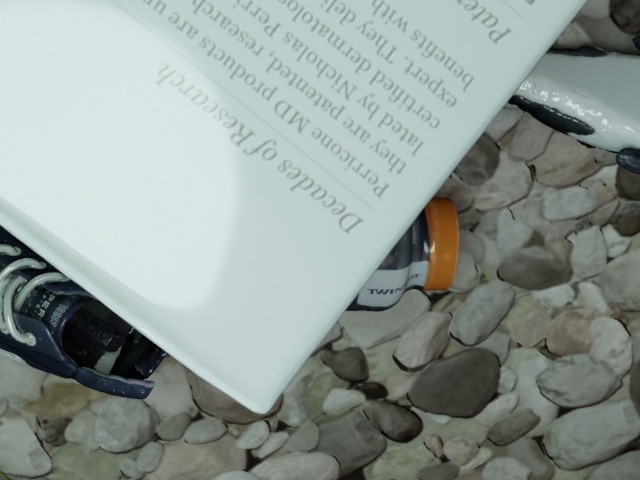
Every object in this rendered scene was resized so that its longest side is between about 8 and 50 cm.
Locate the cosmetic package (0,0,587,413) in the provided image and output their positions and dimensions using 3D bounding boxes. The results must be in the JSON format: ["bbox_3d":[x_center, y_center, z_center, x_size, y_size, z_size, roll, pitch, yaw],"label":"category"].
[{"bbox_3d":[-0.061,-0.161,0.904,0.327,0.329,0.394,38,91,-11],"label":"cosmetic package"}]

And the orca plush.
[{"bbox_3d":[0.248,-0.102,1.192,0.287,0.151,0.102,-1,150,-10],"label":"orca plush"}]

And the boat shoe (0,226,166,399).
[{"bbox_3d":[-0.277,0.032,1.145,0.340,0.158,0.127,27,83,-25],"label":"boat shoe"}]

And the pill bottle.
[{"bbox_3d":[0.000,0.000,1.196,0.245,0.130,0.130,2,118,-8],"label":"pill bottle"}]

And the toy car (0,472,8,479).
[{"bbox_3d":[-0.284,0.323,1.381,0.224,0.053,0.239,-1,119,-7],"label":"toy car"}]
